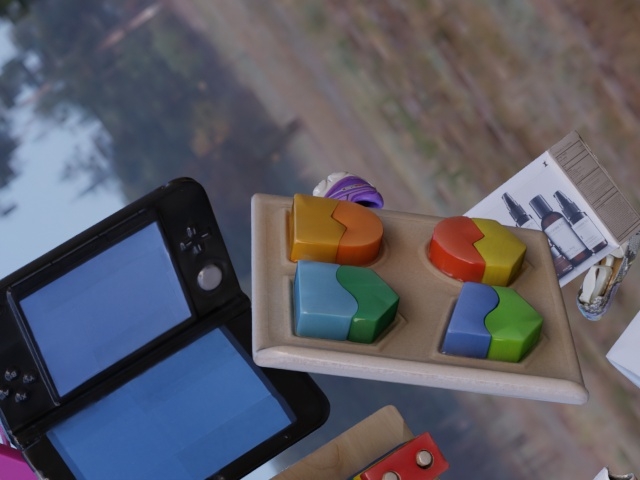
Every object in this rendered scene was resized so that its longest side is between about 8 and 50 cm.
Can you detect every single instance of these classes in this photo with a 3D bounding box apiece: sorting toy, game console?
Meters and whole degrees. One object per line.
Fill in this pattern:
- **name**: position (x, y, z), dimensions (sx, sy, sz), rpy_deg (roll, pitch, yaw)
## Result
- **sorting toy**: position (0.055, 0.025, 1.161), dimensions (0.208, 0.193, 0.038), rpy_deg (-96, 15, -62)
- **game console**: position (-0.172, 0.122, 1.937), dimensions (0.173, 0.293, 0.250), rpy_deg (32, 147, 50)
- **sorting toy**: position (0.056, 0.327, 1.961), dimensions (0.257, 0.255, 0.089), rpy_deg (59, 149, 3)

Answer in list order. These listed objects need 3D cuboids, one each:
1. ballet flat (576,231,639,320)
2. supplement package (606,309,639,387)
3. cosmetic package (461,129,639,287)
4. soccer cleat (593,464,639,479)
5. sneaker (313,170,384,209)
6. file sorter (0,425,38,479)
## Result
- **ballet flat**: position (0.289, 0.024, 1.945), dimensions (0.041, 0.114, 0.041), rpy_deg (24, 176, 2)
- **supplement package**: position (0.309, 0.063, 1.060), dimensions (0.203, 0.194, 0.149), rpy_deg (39, 178, -28)
- **cosmetic package**: position (0.148, 0.015, 1.611), dimensions (0.099, 0.239, 0.060), rpy_deg (54, -141, 4)
- **soccer cleat**: position (0.303, 0.244, 1.868), dimensions (0.083, 0.036, 0.029), rpy_deg (23, -152, 3)
- **sneaker**: position (0.000, 0.000, 1.967), dimensions (0.071, 0.170, 0.068), rpy_deg (27, 159, 34)
- **file sorter**: position (-0.396, 0.235, 2.067), dimensions (0.290, 0.202, 0.182), rpy_deg (26, -154, -37)
